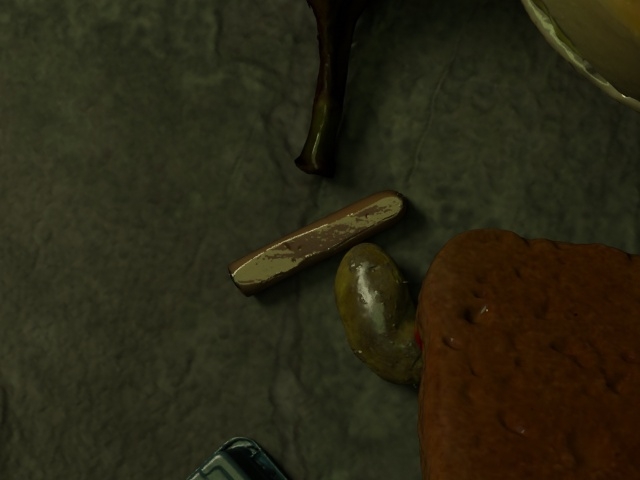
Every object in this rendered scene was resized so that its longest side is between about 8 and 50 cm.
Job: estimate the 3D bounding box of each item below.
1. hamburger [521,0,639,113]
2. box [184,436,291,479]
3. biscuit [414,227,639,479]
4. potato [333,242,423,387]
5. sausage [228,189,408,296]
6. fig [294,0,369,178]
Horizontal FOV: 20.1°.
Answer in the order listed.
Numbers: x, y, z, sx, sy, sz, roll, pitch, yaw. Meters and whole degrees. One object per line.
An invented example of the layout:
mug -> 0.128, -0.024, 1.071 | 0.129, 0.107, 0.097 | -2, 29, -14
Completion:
hamburger -> 0.237, -0.199, 0.971 | 0.300, 0.176, 0.300 | 0, 89, -2
box -> -0.063, 0.170, 1.067 | 0.099, 0.054, 0.074 | -43, 78, 5
biscuit -> 0.180, 0.114, 0.963 | 0.262, 0.052, 0.277 | 3, 47, -7
potato -> 0.035, 0.046, 1.064 | 0.046, 0.045, 0.092 | -21, 79, -27
sausage -> 0.000, 0.000, 1.089 | 0.116, 0.026, 0.026 | -26, 78, 8
fig -> -0.009, -0.198, 1.048 | 0.191, 0.190, 0.290 | 33, 108, 15
